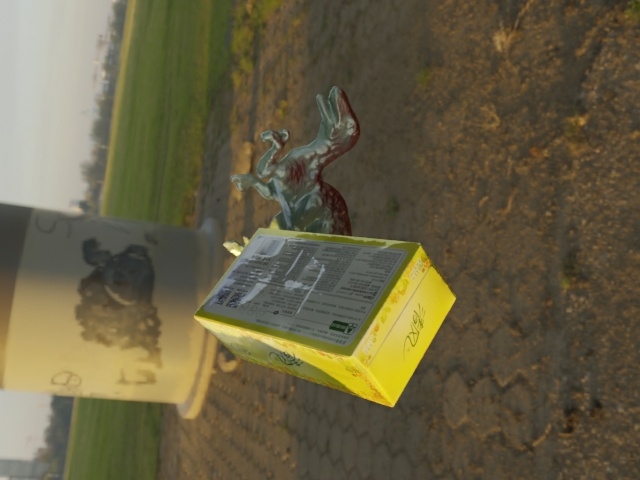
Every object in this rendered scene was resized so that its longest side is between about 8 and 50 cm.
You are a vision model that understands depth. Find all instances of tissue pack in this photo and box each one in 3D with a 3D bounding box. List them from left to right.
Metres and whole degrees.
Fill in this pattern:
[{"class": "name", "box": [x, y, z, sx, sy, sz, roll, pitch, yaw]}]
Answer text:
[{"class": "tissue pack", "box": [-0.001, 0.049, 0.537, 0.176, 0.062, 0.095, 6, 53, 46]}]

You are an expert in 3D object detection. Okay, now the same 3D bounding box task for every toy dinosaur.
[{"class": "toy dinosaur", "box": [0.000, 0.000, 0.684, 0.242, 0.167, 0.053, 60, -174, -19]}]
